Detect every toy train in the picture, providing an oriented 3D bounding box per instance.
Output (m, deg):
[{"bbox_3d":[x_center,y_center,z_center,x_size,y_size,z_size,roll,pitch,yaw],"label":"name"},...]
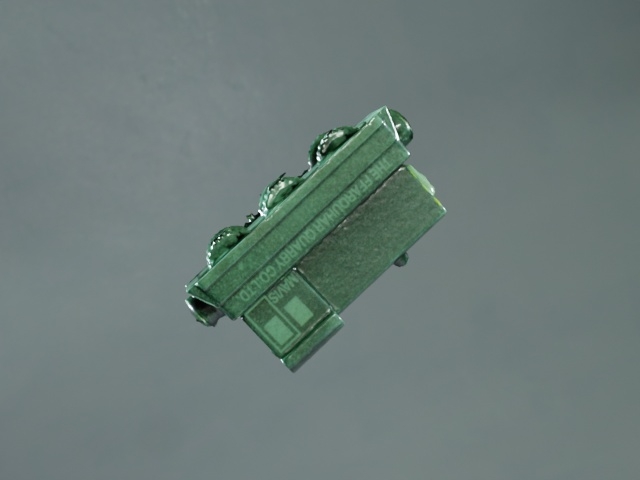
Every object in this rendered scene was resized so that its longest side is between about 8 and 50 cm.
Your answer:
[{"bbox_3d":[0.000,0.000,1.445,0.330,0.178,0.138,-43,5,-4],"label":"toy train"}]
